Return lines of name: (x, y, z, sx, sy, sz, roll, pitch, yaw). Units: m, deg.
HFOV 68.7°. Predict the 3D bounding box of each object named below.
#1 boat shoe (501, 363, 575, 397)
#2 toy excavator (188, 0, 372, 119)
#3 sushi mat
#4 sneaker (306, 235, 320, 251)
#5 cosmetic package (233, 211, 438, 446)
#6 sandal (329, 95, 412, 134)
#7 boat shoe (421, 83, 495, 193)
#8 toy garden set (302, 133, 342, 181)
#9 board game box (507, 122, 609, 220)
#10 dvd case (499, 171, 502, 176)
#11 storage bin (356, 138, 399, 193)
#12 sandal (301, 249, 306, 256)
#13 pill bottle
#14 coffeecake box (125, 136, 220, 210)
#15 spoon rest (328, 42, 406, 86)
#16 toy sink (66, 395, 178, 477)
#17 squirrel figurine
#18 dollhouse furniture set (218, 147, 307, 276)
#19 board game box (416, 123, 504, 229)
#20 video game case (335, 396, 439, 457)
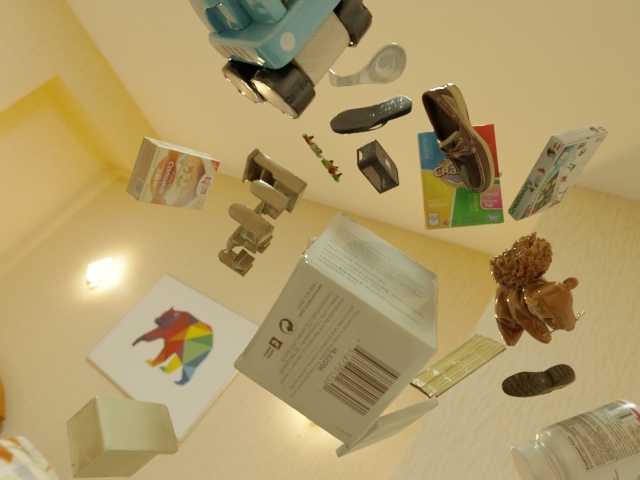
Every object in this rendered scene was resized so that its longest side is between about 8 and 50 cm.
boat shoe: (0.556, 0.365, 1.191, 0.178, 0.064, 0.060, -22, -40, 23)
toy excavator: (-0.108, -0.411, 0.707, 0.445, 0.222, 0.433, 40, -3, -41)
sushi mat: (0.458, 0.417, 1.568, 0.019, 0.317, 0.151, 64, -14, -13)
sneaker: (0.000, 0.000, 1.520, 0.070, 0.051, 0.134, 37, -66, 7)
cosmetic package: (0.059, 0.187, 1.138, 0.328, 0.393, 0.329, 34, -68, 2)
sandal: (0.152, -0.349, 1.357, 0.054, 0.255, 0.097, 84, -17, -46)
boat shoe: (0.390, -0.287, 1.364, 0.123, 0.123, 0.341, -20, -88, 58)
toy garden set: (0.012, -0.361, 1.984, 0.244, 0.049, 0.204, 54, 7, 1)
board game box: (0.714, -0.201, 1.425, 0.053, 0.193, 0.305, 57, -27, 33)
dvd case: (0.592, -0.210, 1.682, 0.119, 0.087, 0.013, 83, -4, -72)
storage bin: (0.220, -0.280, 1.788, 0.084, 0.122, 0.180, -25, -47, 28)
sandal: (0.012, 0.159, 1.842, 0.446, 0.107, 0.167, 35, -36, 54)
pill bottle: (0.591, 0.478, 1.043, 0.160, 0.283, 0.160, 160, -90, -89)
coffeecake box: (-0.361, -0.160, 1.160, 0.068, 0.142, 0.186, 33, 16, 34)
spoon rest: (0.170, -0.586, 1.611, 0.084, 0.277, 0.137, -112, -175, -46)
toy sink: (-0.518, 0.520, 1.229, 0.234, 0.131, 0.152, 34, 18, -51)
squirrel figurine: (0.778, 0.181, 1.725, 0.370, 0.281, 0.396, 44, 25, -76)
dollhouse furniture set: (-0.272, -0.130, 1.833, 0.257, 0.394, 0.362, 34, -32, 2)
board game box: (0.446, -0.200, 1.509, 0.243, 0.316, 0.064, -6, -3, 9)
video game case: (0.176, 0.491, 1.233, 0.206, 0.227, 0.026, -55, -130, 38)
